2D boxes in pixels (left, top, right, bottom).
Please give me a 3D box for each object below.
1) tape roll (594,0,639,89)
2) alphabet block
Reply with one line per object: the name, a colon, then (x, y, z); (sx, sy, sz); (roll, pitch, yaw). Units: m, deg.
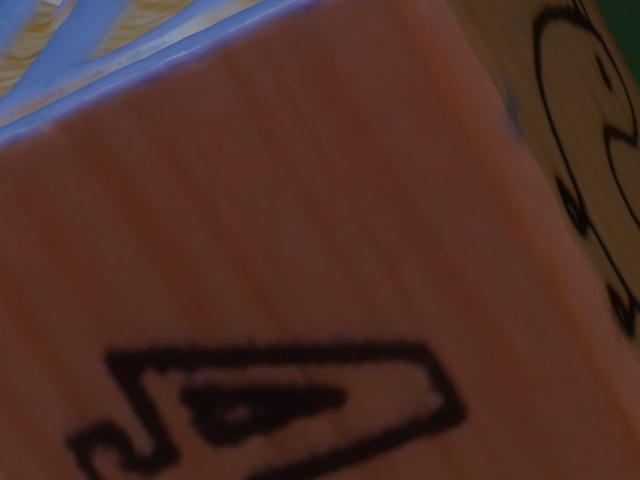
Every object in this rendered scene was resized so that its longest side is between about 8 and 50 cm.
tape roll: (0.098, -0.212, 0.772); (0.077, 0.321, 0.321); (-2, 35, 50)
alphabet block: (0.000, 0.000, 0.597); (0.193, 0.197, 0.192); (-22, 23, 22)
